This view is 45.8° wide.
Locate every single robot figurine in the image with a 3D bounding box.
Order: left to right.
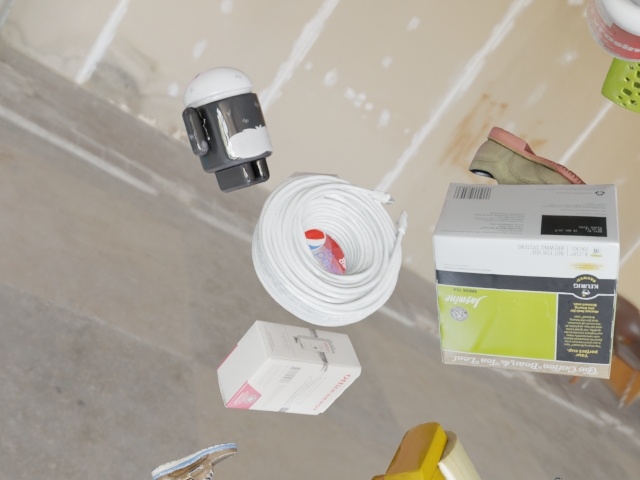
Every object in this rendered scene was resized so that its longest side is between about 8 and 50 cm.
[{"bbox_3d":[-0.210,-0.254,1.725,0.209,0.173,0.278,-136,-150,-83],"label":"robot figurine"}]

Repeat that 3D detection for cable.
[{"bbox_3d":[0.011,0.012,1.236,0.257,0.089,0.257,22,57,-17],"label":"cable"}]

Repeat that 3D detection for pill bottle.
[{"bbox_3d":[0.648,-0.492,1.471,0.229,0.229,0.407,40,12,11],"label":"pill bottle"}]

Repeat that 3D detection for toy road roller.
[{"bbox_3d":[0.142,0.512,1.392,0.203,0.240,0.329,60,37,-12],"label":"toy road roller"}]

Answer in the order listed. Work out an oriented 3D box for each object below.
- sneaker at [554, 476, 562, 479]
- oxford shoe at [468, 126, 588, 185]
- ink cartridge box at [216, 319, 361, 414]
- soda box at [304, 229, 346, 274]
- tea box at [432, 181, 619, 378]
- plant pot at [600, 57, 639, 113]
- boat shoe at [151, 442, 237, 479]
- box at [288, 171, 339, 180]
[{"bbox_3d":[0.629,0.754,1.963,0.101,0.269,0.153,11,6,-35],"label":"sneaker"},{"bbox_3d":[0.468,-0.111,1.628,0.123,0.130,0.348,30,10,-48],"label":"oxford shoe"},{"bbox_3d":[-0.076,0.316,1.842,0.283,0.207,0.117,14,38,-37],"label":"ink cartridge box"},{"bbox_3d":[0.000,0.000,1.667,0.263,0.092,0.083,51,18,-33],"label":"soda box"},{"bbox_3d":[0.409,0.074,1.501,0.328,0.324,0.220,3,33,18],"label":"tea box"},{"bbox_3d":[0.936,-0.461,2.057,0.207,0.227,0.228,48,-11,21],"label":"plant pot"},{"bbox_3d":[-0.254,0.478,1.578,0.066,0.183,0.066,99,-30,-65],"label":"boat shoe"},{"bbox_3d":[0.007,-0.077,1.868,0.145,0.186,0.038,10,36,43],"label":"box"}]
